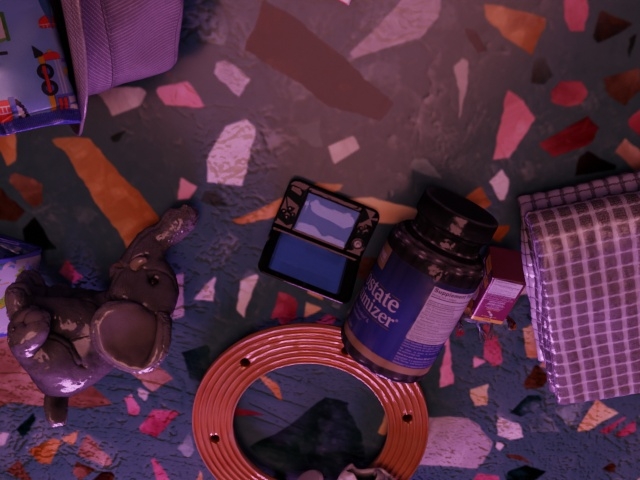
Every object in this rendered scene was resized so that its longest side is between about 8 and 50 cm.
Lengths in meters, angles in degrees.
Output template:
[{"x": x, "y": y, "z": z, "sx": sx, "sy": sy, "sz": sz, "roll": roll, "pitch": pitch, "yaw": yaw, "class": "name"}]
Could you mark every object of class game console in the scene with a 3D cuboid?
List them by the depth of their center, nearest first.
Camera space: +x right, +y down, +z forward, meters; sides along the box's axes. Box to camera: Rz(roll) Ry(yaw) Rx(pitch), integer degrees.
[{"x": 0.000, "y": 0.000, "z": 0.784, "sx": 0.122, "sy": 0.071, "sz": 0.107, "roll": 22, "pitch": 112, "yaw": -7, "class": "game console"}]

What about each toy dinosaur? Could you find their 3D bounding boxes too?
[{"x": 0.214, "y": 0.098, "z": 0.834, "sx": 0.082, "sy": 0.047, "sz": 0.090, "roll": -12, "pitch": 102, "yaw": -12, "class": "toy dinosaur"}]

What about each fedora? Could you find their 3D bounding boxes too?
[{"x": -0.213, "y": -0.252, "z": 0.636, "sx": 0.124, "sy": 0.243, "sz": 0.276, "roll": -16, "pitch": 109, "yaw": -23, "class": "fedora"}]

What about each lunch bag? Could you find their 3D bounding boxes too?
[{"x": -0.362, "y": -0.208, "z": 0.615, "sx": 0.138, "sy": 0.293, "sz": 0.221, "roll": -20, "pitch": 109, "yaw": -33, "class": "lunch bag"}, {"x": -0.442, "y": 0.059, "z": 0.815, "sx": 0.151, "sy": 0.096, "sz": 0.129, "roll": 5, "pitch": 116, "yaw": -32, "class": "lunch bag"}]

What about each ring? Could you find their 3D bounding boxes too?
[{"x": -0.015, "y": 0.261, "z": 0.914, "sx": 0.336, "sy": 0.032, "sz": 0.337, "roll": 1, "pitch": 113, "yaw": 2, "class": "ring"}]

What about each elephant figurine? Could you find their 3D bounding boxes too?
[{"x": -0.247, "y": 0.090, "z": 0.797, "sx": 0.239, "sy": 0.169, "sz": 0.186, "roll": -13, "pitch": 141, "yaw": -9, "class": "elephant figurine"}]

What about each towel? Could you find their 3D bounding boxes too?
[{"x": 0.375, "y": 0.064, "z": 0.769, "sx": 0.235, "sy": 0.121, "sz": 0.284, "roll": -14, "pitch": 111, "yaw": 9, "class": "towel"}]

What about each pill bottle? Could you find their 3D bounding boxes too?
[{"x": 0.120, "y": 0.053, "z": 0.773, "sx": 0.122, "sy": 0.123, "sz": 0.219, "roll": 22, "pitch": 111, "yaw": -7, "class": "pill bottle"}]

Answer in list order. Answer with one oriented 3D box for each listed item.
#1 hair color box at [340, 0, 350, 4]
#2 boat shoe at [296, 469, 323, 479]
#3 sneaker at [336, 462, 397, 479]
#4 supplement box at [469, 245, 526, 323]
[{"x": -0.017, "y": -0.312, "z": 0.671, "sx": 0.141, "sy": 0.043, "sz": 0.072, "roll": 24, "pitch": 110, "yaw": -8, "class": "hair color box"}, {"x": -0.023, "y": 0.370, "z": 0.928, "sx": 0.035, "sy": 0.035, "sz": 0.100, "roll": 24, "pitch": 110, "yaw": -37, "class": "boat shoe"}, {"x": 0.094, "y": 0.359, "z": 0.906, "sx": 0.152, "sy": 0.054, "sz": 0.061, "roll": 13, "pitch": 110, "yaw": -3, "class": "sneaker"}, {"x": 0.216, "y": 0.056, "z": 0.792, "sx": 0.043, "sy": 0.055, "sz": 0.083, "roll": 11, "pitch": 136, "yaw": -2, "class": "supplement box"}]
